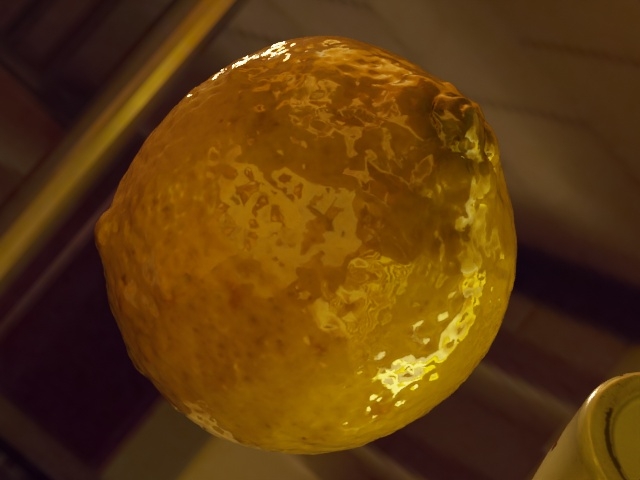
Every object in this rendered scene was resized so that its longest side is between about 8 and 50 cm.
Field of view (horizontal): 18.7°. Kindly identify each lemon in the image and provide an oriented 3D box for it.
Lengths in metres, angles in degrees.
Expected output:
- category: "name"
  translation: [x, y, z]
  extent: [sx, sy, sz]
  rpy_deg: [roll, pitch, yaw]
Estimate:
- category: "lemon"
  translation: [0.000, 0.000, 1.627]
  extent: [0.350, 0.350, 0.387]
  rpy_deg: [43, 134, -16]

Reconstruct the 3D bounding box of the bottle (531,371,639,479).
- category: "bottle"
  translation: [0.266, 0.307, 1.779]
  extent: [0.229, 0.229, 0.351]
  rpy_deg: [38, 132, 13]
